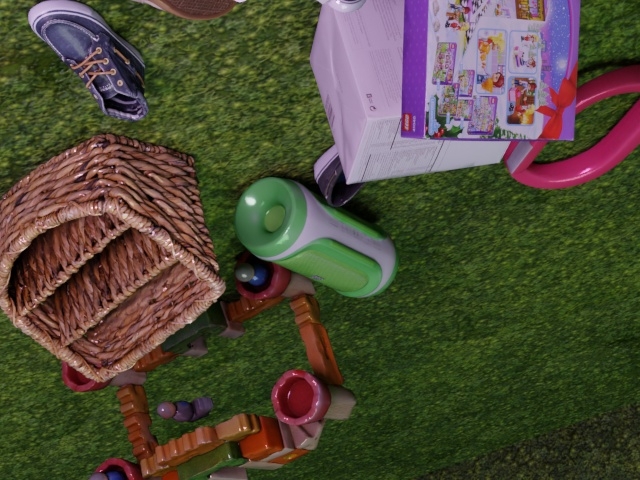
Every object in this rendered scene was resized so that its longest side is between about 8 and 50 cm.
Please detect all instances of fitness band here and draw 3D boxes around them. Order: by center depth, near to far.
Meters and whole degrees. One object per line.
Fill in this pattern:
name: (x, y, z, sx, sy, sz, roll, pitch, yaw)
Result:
fitness band: (0.393, -0.166, 1.990, 0.209, 0.054, 0.291, -5, 152, -27)

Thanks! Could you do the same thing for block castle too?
block castle: (-0.195, 0.235, 2.158, 0.453, 0.303, 0.213, -28, 157, 23)

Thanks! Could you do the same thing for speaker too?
speaker: (0.000, 0.000, 2.004, 0.131, 0.131, 0.296, -29, 151, 24)

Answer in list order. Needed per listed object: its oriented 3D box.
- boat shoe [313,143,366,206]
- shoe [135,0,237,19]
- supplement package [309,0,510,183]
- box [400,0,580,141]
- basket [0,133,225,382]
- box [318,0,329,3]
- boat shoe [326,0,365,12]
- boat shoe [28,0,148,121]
boat shoe: (0.067, -0.123, 1.858, 0.080, 0.076, 0.228, 7, 146, -38)
shoe: (-0.181, -0.290, 1.438, 0.219, 0.058, 0.077, 5, 116, -43)
supplement package: (0.115, -0.196, 1.613, 0.203, 0.194, 0.149, -8, 153, -14)
box: (0.189, -0.255, 1.464, 0.201, 0.293, 0.057, -1, -174, -27)
basket: (-0.305, 0.028, 1.784, 0.213, 0.223, 0.299, 14, 142, -45)
box: (-0.024, -0.343, 1.347, 0.103, 0.114, 0.203, -28, 152, 25)
boat shoe: (0.043, -0.302, 1.466, 0.049, 0.142, 0.040, 25, 137, 4)
boat shoe: (-0.256, -0.203, 1.520, 0.065, 0.083, 0.183, -27, 151, 21)
